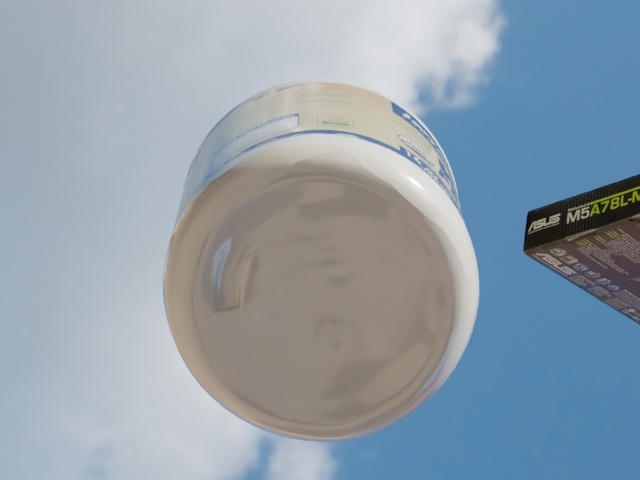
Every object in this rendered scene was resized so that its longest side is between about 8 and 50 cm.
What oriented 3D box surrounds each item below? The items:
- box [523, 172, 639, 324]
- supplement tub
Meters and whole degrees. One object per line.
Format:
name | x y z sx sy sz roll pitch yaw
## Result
box | 0.285 0.010 1.503 0.184 0.190 0.045 -23 -131 44
supplement tub | 0.000 0.000 1.518 0.316 0.228 0.228 -90 -154 -74
